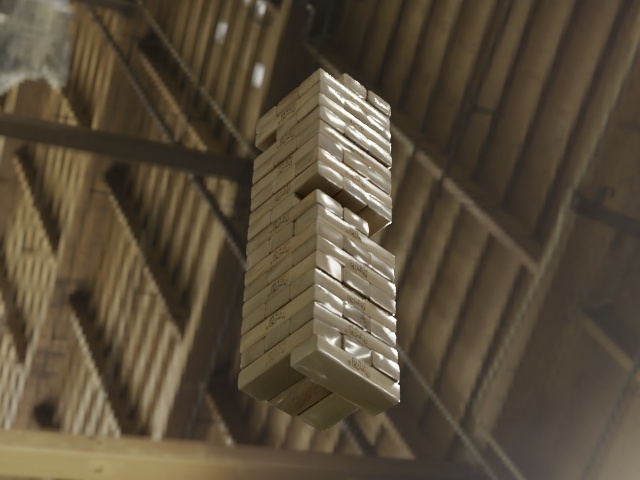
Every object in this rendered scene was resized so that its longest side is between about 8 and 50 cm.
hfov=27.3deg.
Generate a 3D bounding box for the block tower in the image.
[{"bbox_3d":[0.000,0.000,1.100,0.097,0.091,0.335,-38,-146,32],"label":"block tower"}]
